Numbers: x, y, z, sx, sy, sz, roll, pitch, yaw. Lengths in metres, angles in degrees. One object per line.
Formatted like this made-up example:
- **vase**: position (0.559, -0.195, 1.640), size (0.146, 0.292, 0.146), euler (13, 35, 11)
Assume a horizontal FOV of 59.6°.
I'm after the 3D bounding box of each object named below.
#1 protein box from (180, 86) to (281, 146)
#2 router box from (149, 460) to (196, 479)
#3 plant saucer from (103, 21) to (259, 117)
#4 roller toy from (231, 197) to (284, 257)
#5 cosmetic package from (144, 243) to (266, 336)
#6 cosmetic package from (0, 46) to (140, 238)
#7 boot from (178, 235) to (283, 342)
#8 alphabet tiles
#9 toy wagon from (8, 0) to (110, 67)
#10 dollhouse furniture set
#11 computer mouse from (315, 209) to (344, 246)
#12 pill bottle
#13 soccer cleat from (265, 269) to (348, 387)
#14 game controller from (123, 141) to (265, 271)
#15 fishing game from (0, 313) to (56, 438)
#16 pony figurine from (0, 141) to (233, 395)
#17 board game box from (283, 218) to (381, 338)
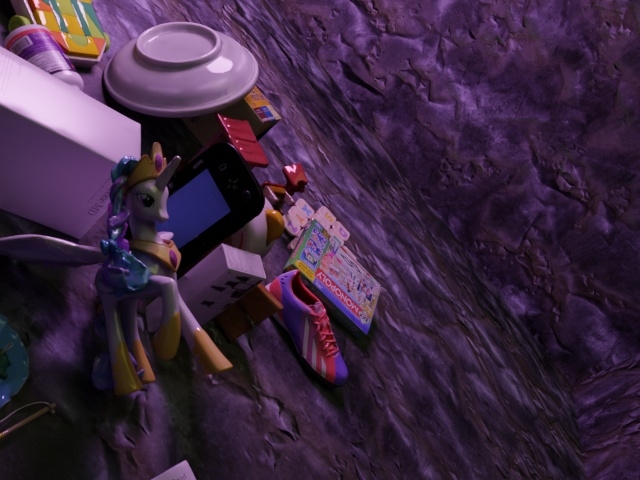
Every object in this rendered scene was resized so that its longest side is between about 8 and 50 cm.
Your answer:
- **protein box**: position (-0.266, -0.365, 1.630), size (0.201, 0.199, 0.136), euler (51, 25, -2)
- **router box**: position (-0.244, 0.498, 0.713), size (0.301, 0.082, 0.335), euler (59, 26, 12)
- **plant saucer**: position (-0.361, -0.471, 1.446), size (0.400, 0.101, 0.401), euler (2, 48, -2)
- **roller toy**: position (-0.204, -0.032, 1.315), size (0.191, 0.209, 0.146), euler (48, 24, 9)
- **cosmetic package**: position (-0.223, 0.103, 1.066), size (0.098, 0.239, 0.061), euler (22, 39, -46)
- **cosmetic package**: position (-0.527, -0.179, 0.952), size (0.385, 0.217, 0.156), euler (28, 35, -38)
- **boot**: position (-0.179, 0.045, 1.188), size (0.280, 0.264, 0.096), euler (51, 11, 1)
- **alphabet tiles**: position (0.000, 0.000, 1.759), size (0.278, 0.021, 0.284), euler (49, 36, -8)
- **toy wagon**: position (-0.658, -0.591, 1.353), size (0.267, 0.068, 0.345), euler (-29, 98, -65)
- **dollhouse furniture set**: position (-0.188, -0.195, 1.544), size (0.374, 0.201, 0.152), euler (4, 54, -57)
- **computer mouse**: position (0.051, -0.008, 1.889), size (0.071, 0.041, 0.242), euler (-3, 59, -59)
- **pill bottle**: position (-0.581, -0.353, 1.199), size (0.194, 0.108, 0.108), euler (55, 26, 5)
- **soccer cleat**: position (-0.017, 0.221, 1.397), size (0.318, 0.116, 0.108), euler (54, 26, 4)
- **game controller**: position (-0.260, -0.053, 1.111), size (0.167, 0.319, 0.067), euler (57, 17, 1)
- **fishing game**: position (-0.495, 0.157, 0.778), size (0.264, 0.041, 0.189), euler (56, 23, 7)
- **pony figurine**: position (-0.320, 0.058, 0.915), size (0.302, 0.350, 0.364), euler (-5, 80, -56)
- **board game box**: position (0.046, 0.113, 1.667), size (0.317, 0.046, 0.214), euler (45, 39, -18)
